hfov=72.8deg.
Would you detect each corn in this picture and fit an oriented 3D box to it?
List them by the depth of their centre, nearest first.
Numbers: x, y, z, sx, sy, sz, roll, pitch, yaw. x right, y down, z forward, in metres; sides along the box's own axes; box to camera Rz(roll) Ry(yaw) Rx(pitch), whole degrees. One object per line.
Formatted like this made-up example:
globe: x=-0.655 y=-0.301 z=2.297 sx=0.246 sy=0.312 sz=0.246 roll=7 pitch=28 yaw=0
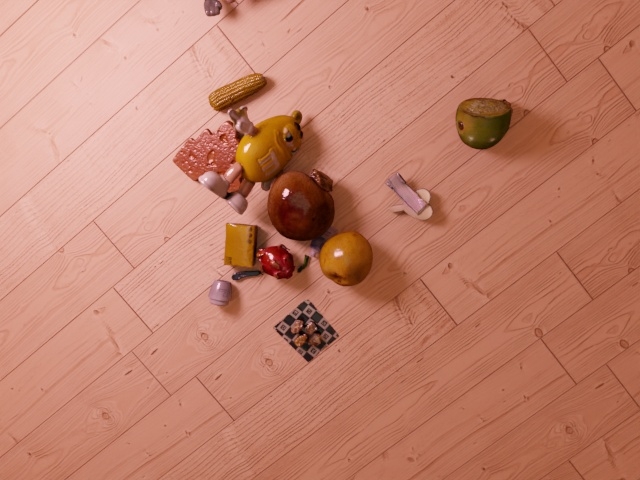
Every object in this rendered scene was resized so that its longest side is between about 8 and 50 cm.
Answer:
corn: x=-0.312 y=-0.561 z=1.629 sx=0.231 sy=0.080 sz=0.080 roll=-27 pitch=96 yaw=2

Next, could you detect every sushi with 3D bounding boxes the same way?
sushi: x=-0.056 y=0.372 z=1.753 sx=0.193 sy=0.040 sz=0.210 roll=-42 pitch=94 yaw=6

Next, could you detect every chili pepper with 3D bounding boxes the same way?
chili pepper: x=-0.068 y=0.096 z=1.731 sx=0.027 sy=0.022 sz=0.083 roll=24 pitch=97 yaw=-35

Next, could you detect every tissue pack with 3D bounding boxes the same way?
tissue pack: x=-0.311 y=0.017 z=1.695 sx=0.120 sy=0.082 sz=0.169 roll=6 pitch=97 yaw=2

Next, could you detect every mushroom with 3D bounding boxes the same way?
mushroom: x=-0.064 y=-0.134 z=1.606 sx=0.263 sy=0.195 sz=0.283 roll=28 pitch=90 yaw=-8

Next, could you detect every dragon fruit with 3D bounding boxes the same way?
dragon fruit: x=-0.171 y=0.077 z=1.680 sx=0.166 sy=0.136 sz=0.133 roll=31 pitch=107 yaw=17

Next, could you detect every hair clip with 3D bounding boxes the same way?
hair clip: x=0.335 y=-0.156 z=1.665 sx=0.218 sy=0.071 sz=0.159 roll=45 pitch=99 yaw=2

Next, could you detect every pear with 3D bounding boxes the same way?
pear: x=0.101 y=0.062 z=1.632 sx=0.209 sy=0.209 sz=0.209 roll=0 pitch=97 yaw=1

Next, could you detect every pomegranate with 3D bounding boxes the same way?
pomegranate: x=0.594 y=-0.431 z=1.593 sx=0.190 sy=0.241 sz=0.159 roll=10 pitch=134 yaw=21

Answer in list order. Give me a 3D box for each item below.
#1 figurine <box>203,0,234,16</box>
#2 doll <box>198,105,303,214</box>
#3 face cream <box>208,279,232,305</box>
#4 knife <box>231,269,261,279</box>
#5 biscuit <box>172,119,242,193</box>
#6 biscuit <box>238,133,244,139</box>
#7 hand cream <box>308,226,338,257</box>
figurine: x=-0.329 y=-0.970 z=1.529 sx=0.285 sy=0.167 sz=0.342 roll=37 pitch=118 yaw=4
doll: x=-0.241 y=-0.297 z=1.555 sx=0.161 sy=0.348 sz=0.423 roll=35 pitch=108 yaw=32
face cream: x=-0.394 y=0.206 z=1.717 sx=0.091 sy=0.091 sz=0.095 roll=11 pitch=89 yaw=0
knife: x=-0.297 y=0.138 z=1.742 sx=0.121 sy=0.018 sz=0.031 roll=-8 pitch=90 yaw=2
biscuit: x=-0.417 y=-0.315 z=1.673 sx=0.306 sy=0.043 sz=0.284 roll=1 pitch=104 yaw=6
biscuit: x=-0.288 y=-0.370 z=1.681 sx=0.120 sy=0.015 sz=0.120 roll=0 pitch=97 yaw=2
hand cream: x=0.000 y=0.000 z=1.706 sx=0.084 sy=0.053 sz=0.142 roll=30 pitch=87 yaw=-1
